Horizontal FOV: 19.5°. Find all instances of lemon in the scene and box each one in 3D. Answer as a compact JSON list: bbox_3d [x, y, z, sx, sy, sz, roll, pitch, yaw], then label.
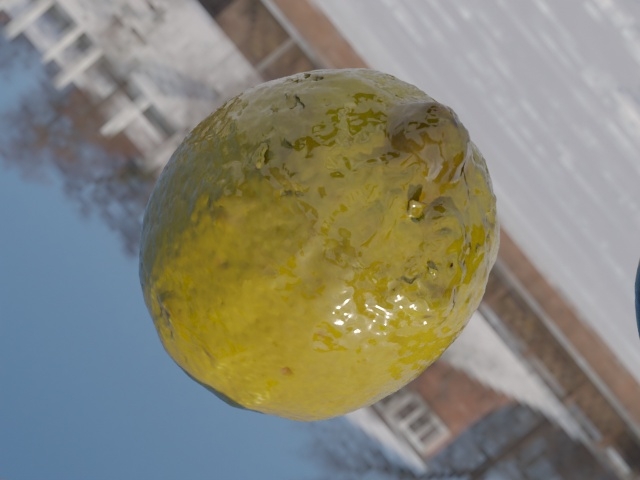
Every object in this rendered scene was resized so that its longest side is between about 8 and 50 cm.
[{"bbox_3d":[0.000,0.000,1.342,0.245,0.320,0.245,19,-127,-27],"label":"lemon"}]

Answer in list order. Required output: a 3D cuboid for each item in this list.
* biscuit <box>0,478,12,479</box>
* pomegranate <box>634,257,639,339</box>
[{"bbox_3d":[-0.345,0.267,1.353,0.064,0.432,0.283,7,-108,-70],"label":"biscuit"},{"bbox_3d":[0.324,0.040,1.305,0.224,0.181,0.181,9,-144,-50],"label":"pomegranate"}]
